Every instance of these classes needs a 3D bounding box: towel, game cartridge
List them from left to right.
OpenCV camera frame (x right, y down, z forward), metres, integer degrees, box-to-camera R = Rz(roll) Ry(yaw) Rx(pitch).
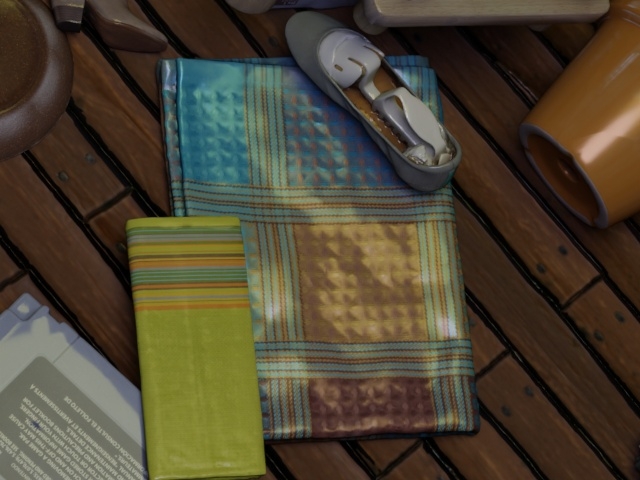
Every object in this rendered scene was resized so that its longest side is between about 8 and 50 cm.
[{"bbox_3d":[-0.204,0.208,1.462,0.297,0.062,0.198,43,69,2],"label":"game cartridge"},{"bbox_3d":[-0.107,0.090,1.505,0.102,0.021,0.237,-1,67,-15],"label":"towel"},{"bbox_3d":[0.000,0.000,1.607,0.271,0.040,0.370,-1,71,-16],"label":"towel"}]

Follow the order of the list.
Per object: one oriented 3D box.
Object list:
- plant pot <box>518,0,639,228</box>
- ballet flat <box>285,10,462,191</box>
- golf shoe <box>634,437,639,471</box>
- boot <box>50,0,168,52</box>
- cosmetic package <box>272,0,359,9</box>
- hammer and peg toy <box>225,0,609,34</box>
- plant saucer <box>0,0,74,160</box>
[{"bbox_3d":[0.297,-0.116,1.662,0.188,0.205,0.205,-39,84,-10],"label":"plant pot"},{"bbox_3d":[0.053,-0.139,1.613,0.072,0.068,0.213,-38,84,-23],"label":"ballet flat"},{"bbox_3d":[0.343,0.226,1.601,0.120,0.105,0.273,41,69,-16],"label":"golf shoe"},{"bbox_3d":[-0.195,-0.225,1.636,0.118,0.042,0.087,14,59,-18],"label":"boot"},{"bbox_3d":[-0.005,-0.347,1.702,0.127,0.107,0.238,-7,70,-22],"label":"cosmetic package"},{"bbox_3d":[0.079,-0.316,1.590,0.361,0.127,0.266,-4,71,-27],"label":"hammer and peg toy"},{"bbox_3d":[-0.317,-0.164,1.579,0.199,0.036,0.198,5,69,-13],"label":"plant saucer"}]
